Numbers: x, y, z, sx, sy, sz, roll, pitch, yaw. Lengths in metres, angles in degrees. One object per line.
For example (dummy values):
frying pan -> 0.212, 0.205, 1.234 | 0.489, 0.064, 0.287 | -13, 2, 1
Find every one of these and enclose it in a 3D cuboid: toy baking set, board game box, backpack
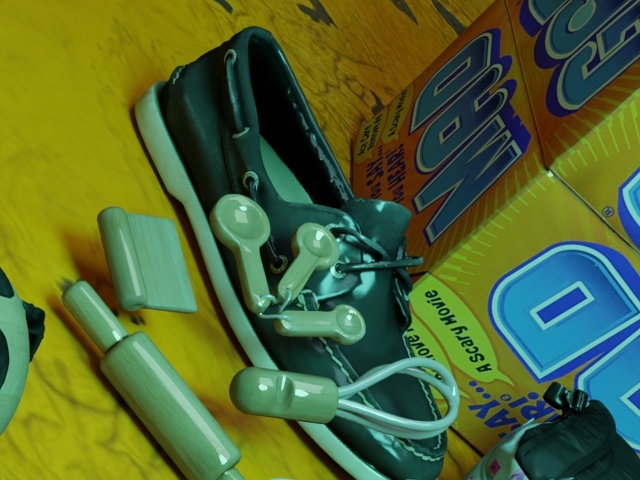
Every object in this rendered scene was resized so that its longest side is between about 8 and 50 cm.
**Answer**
toy baking set -> -0.017, 0.071, 0.940 | 0.197, 0.030, 0.256 | -27, 76, -45
board game box -> 0.271, -0.012, 1.314 | 0.356, 0.356, 0.356 | 41, 20, -17
backpack -> 0.150, 0.176, 1.066 | 0.152, 0.115, 0.182 | 42, 18, 20

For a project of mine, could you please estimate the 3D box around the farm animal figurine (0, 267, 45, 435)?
farm animal figurine -> -0.191, 0.036, 0.513 | 0.330, 0.172, 0.327 | 55, 19, 16

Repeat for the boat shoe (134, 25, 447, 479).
boat shoe -> 0.002, 0.001, 1.089 | 0.127, 0.113, 0.340 | 23, 31, -49
